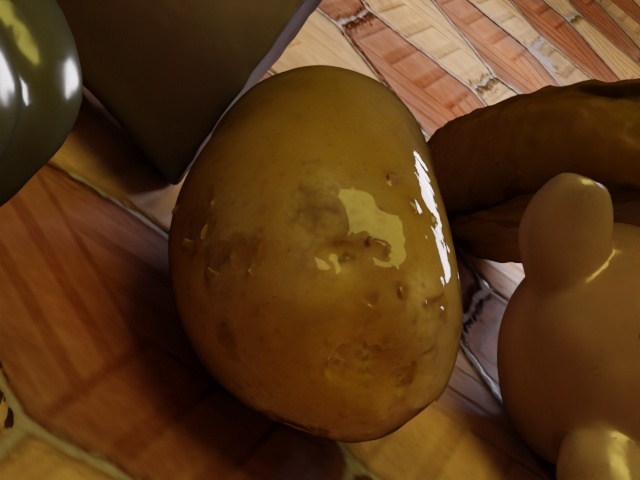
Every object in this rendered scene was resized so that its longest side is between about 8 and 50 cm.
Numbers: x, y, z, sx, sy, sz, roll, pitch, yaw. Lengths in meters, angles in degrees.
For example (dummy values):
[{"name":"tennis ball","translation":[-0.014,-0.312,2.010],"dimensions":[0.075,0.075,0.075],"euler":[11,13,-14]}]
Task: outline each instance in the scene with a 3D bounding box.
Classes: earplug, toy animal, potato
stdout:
[{"name":"earplug","translation":[-0.144,-0.188,0.924],"dimensions":[0.301,0.172,0.172],"euler":[37,19,-3]},{"name":"toy animal","translation":[0.220,0.068,1.048],"dimensions":[0.256,0.213,0.195],"euler":[-6,78,-17]},{"name":"potato","translation":[0.000,0.000,0.827],"dimensions":[0.146,0.150,0.234],"euler":[18,19,-8]}]

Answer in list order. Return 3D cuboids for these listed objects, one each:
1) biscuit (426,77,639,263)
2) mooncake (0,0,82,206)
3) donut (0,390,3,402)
[{"name":"biscuit","translation":[0.210,-0.046,1.168],"dimensions":[0.296,0.296,0.102],"euler":[14,75,-56]},{"name":"mooncake","translation":[-0.209,-0.106,0.642],"dimensions":[0.275,0.135,0.275],"euler":[43,16,-16]},{"name":"donut","translation":[-0.142,0.132,0.234],"dimensions":[0.378,0.163,0.435],"euler":[9,41,-58]}]
